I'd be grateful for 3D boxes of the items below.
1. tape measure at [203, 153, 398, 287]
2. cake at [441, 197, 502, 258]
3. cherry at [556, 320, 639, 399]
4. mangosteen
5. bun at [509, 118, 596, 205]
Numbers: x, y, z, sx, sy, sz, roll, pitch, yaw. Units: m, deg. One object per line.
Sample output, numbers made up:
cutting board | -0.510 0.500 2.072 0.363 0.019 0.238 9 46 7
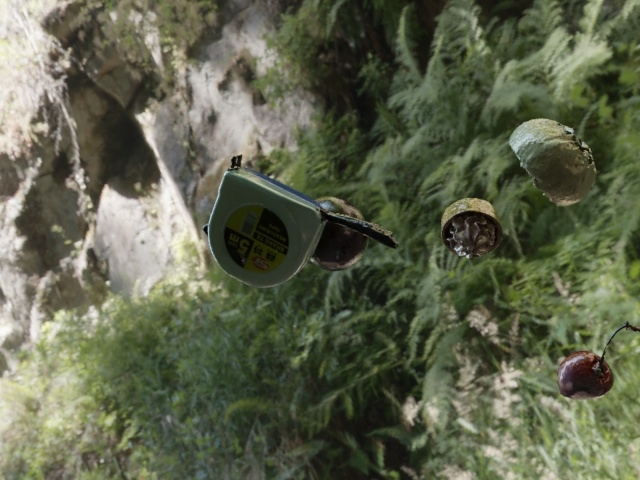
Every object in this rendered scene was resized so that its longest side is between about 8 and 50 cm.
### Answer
tape measure | -0.044 0.005 1.294 0.215 0.352 0.098 -67 -11 20
cake | 0.484 -0.016 2.192 0.185 0.178 0.208 -29 -50 25
cherry | 0.570 0.253 1.401 0.225 0.107 0.090 -49 -4 37
mangosteen | 0.000 0.000 2.028 0.289 0.231 0.231 -31 -11 -21
bun | 0.623 -0.216 1.813 0.152 0.259 0.259 -35 -17 25
